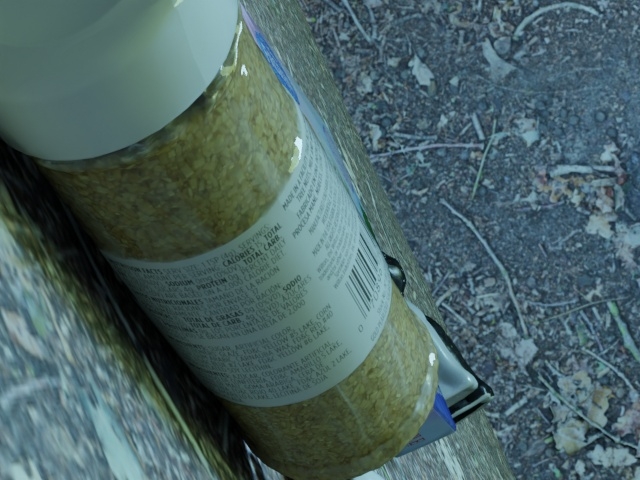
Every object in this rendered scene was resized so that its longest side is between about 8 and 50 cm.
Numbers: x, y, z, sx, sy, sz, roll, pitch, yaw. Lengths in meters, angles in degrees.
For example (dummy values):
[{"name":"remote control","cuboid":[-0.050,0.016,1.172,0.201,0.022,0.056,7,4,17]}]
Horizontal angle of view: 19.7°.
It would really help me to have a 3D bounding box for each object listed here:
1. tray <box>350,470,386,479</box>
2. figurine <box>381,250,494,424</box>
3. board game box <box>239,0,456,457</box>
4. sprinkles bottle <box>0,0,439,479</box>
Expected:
[{"name":"tray","cuboid":[0.087,0.261,1.409,0.270,0.030,0.145,55,13,-61]},{"name":"figurine","cuboid":[0.066,0.079,1.769,0.209,0.092,0.215,59,5,14]},{"name":"board game box","cuboid":[0.000,0.000,1.522,0.319,0.066,0.318,50,16,-70]},{"name":"sprinkles bottle","cuboid":[-0.047,-0.012,0.883,0.355,0.121,0.121,59,9,-50]}]
